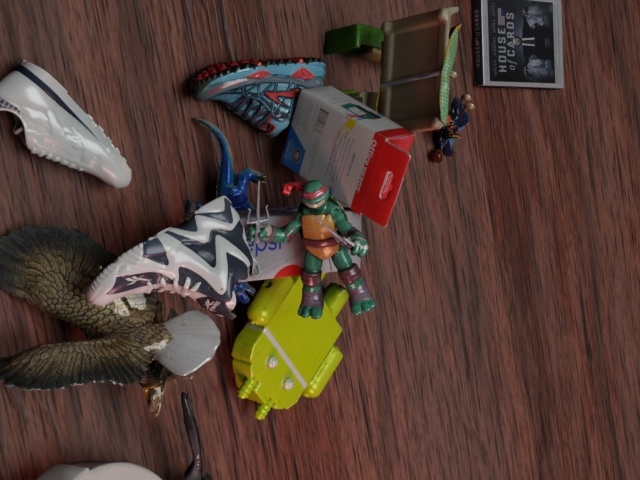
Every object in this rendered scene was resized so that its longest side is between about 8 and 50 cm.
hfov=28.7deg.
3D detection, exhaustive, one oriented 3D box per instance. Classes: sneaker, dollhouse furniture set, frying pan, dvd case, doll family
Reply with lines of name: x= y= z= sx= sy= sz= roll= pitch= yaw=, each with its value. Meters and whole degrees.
sneaker: x=-0.363 y=-0.145 z=1.756 sx=0.095 sy=0.090 sz=0.235 roll=-51 pitch=118 yaw=-13
sneaker: x=-0.185 y=0.059 z=1.691 sx=0.235 sy=0.094 sz=0.153 roll=-33 pitch=91 yaw=-27
sneaker: x=-0.087 y=-0.223 z=1.968 sx=0.262 sy=0.104 sz=0.125 roll=-10 pitch=100 yaw=-40
dollhouse furniture set: x=0.150 y=-0.255 z=2.038 sx=0.151 sy=0.302 sz=0.197 roll=8 pitch=84 yaw=-38
frying pan: x=-0.172 y=0.403 z=1.851 sx=0.053 sy=0.197 sz=0.326 roll=-15 pitch=130 yaw=0
dvd case: x=0.383 y=-0.383 z=2.416 sx=0.239 sy=0.030 sz=0.179 roll=-4 pitch=94 yaw=-41
doll family: x=0.217 y=-0.221 z=2.250 sx=0.193 sy=0.076 sz=0.111 roll=49 pitch=57 yaw=-34

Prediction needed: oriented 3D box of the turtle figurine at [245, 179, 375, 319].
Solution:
turtle figurine: x=0.000 y=0.000 z=1.792 sx=0.118 sy=0.175 sz=0.234 roll=-53 pitch=136 yaw=-45

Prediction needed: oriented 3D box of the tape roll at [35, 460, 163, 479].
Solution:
tape roll: x=-0.311 y=0.500 z=1.743 sx=0.392 sy=0.072 sz=0.392 roll=9 pitch=79 yaw=-57

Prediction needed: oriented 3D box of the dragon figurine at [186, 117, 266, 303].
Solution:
dragon figurine: x=-0.147 y=-0.040 z=1.931 sx=0.144 sy=0.085 sz=0.289 roll=-39 pitch=116 yaw=-34

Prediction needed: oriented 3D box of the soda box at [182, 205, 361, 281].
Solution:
soda box: x=-0.069 y=0.003 z=1.885 sx=0.286 sy=0.091 sz=0.098 roll=-4 pitch=100 yaw=-42

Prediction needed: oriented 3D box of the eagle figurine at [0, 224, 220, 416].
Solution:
eagle figurine: x=-0.315 y=0.133 z=1.730 sx=0.298 sy=0.226 sz=0.225 roll=35 pitch=89 yaw=-41

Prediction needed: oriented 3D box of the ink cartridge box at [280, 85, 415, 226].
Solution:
ink cartridge box: x=0.056 y=-0.132 z=1.947 sx=0.078 sy=0.231 sz=0.134 roll=-14 pitch=130 yaw=-48

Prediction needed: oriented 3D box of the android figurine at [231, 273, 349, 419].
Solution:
android figurine: x=-0.049 y=0.159 z=2.018 sx=0.273 sy=0.056 sz=0.248 roll=-56 pitch=138 yaw=-27
